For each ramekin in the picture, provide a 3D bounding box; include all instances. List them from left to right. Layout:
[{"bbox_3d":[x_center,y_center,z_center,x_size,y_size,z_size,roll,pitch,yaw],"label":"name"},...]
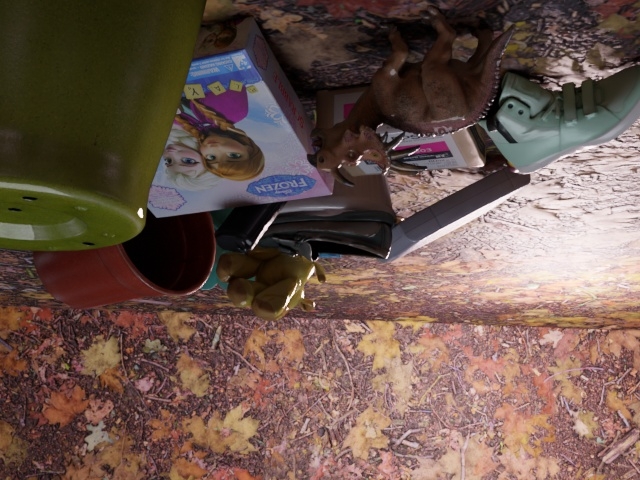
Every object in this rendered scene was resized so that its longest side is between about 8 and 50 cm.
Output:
[{"bbox_3d":[0.010,-0.085,1.658,0.272,0.127,0.273,2,166,0],"label":"ramekin"}]

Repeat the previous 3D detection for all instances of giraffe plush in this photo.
[{"bbox_3d":[-0.088,0.085,1.694,0.210,0.181,0.170,-25,155,-18],"label":"giraffe plush"}]

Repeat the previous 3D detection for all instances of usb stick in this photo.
[{"bbox_3d":[-0.079,-0.083,1.431,0.077,0.278,0.045,5,135,34],"label":"usb stick"}]

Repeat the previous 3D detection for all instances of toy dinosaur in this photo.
[{"bbox_3d":[0.137,-0.177,1.132,0.295,0.201,0.127,-10,162,35],"label":"toy dinosaur"}]

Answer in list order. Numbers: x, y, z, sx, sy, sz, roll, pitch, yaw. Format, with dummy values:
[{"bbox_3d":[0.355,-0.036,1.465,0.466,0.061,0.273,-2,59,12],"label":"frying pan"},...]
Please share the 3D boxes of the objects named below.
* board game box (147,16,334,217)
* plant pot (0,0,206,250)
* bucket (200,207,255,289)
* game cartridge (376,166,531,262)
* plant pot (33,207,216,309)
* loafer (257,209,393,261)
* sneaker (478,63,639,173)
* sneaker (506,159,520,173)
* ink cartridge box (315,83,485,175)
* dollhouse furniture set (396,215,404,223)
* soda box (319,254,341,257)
[{"bbox_3d":[-0.179,-0.162,1.275,0.318,0.066,0.318,-7,145,22],"label":"board game box"},{"bbox_3d":[-0.277,-0.183,0.828,0.366,0.353,0.366,1,165,0],"label":"plant pot"},{"bbox_3d":[-0.229,-0.005,1.877,0.281,0.183,0.281,1,165,0],"label":"bucket"},{"bbox_3d":[0.251,-0.053,1.643,0.294,0.060,0.196,-27,170,-20],"label":"game cartridge"},{"bbox_3d":[-0.390,0.008,1.673,0.265,0.273,0.272,-19,157,32],"label":"plant pot"},{"bbox_3d":[0.000,0.000,1.559,0.267,0.084,0.096,-6,164,23],"label":"loafer"},{"bbox_3d":[0.347,-0.201,1.256,0.151,0.094,0.255,36,132,-28],"label":"sneaker"},{"bbox_3d":[0.323,-0.170,1.443,0.083,0.070,0.185,10,159,-1],"label":"sneaker"},{"bbox_3d":[0.130,-0.176,1.373,0.234,0.088,0.193,-3,166,20],"label":"ink cartridge box"},{"bbox_3d":[0.153,-0.029,1.972,0.151,0.076,0.058,13,162,-38],"label":"dollhouse furniture set"},{"bbox_3d":[0.019,-0.016,1.888,0.067,0.071,0.210,0,-170,5],"label":"soda box"}]
